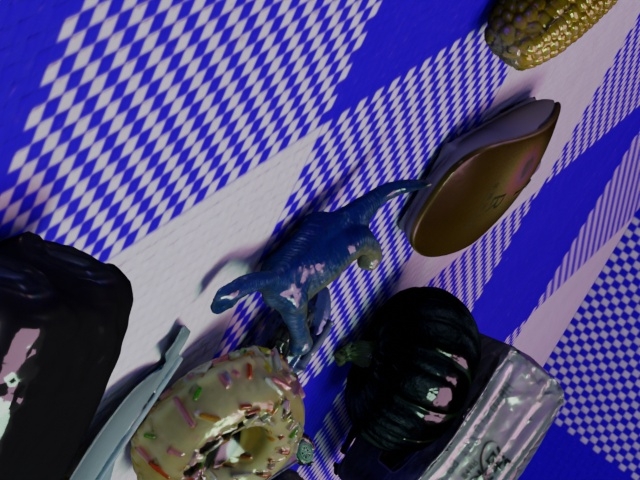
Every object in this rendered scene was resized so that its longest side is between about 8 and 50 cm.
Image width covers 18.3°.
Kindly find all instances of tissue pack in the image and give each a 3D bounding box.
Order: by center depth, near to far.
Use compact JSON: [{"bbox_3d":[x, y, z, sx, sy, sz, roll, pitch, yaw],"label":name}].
[{"bbox_3d":[0.151,0.234,2.406,0.259,0.122,0.361,-55,-171,-1],"label":"tissue pack"}]

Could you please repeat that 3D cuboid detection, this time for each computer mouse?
[{"bbox_3d":[0.184,-0.072,2.158,0.158,0.072,0.310,-59,167,25],"label":"computer mouse"}]

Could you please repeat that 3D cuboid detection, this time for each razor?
[{"bbox_3d":[-0.233,0.149,1.184,0.327,0.107,0.189,-59,165,18],"label":"razor"}]

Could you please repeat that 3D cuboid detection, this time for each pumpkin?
[{"bbox_3d":[0.103,0.145,2.229,0.194,0.150,0.194,-47,175,-6],"label":"pumpkin"}]

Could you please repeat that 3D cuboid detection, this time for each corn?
[{"bbox_3d":[0.260,-0.275,1.884,0.292,0.101,0.101,-46,165,-17],"label":"corn"}]

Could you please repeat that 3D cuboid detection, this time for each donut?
[{"bbox_3d":[-0.084,0.170,1.728,0.174,0.068,0.174,-27,148,-18],"label":"donut"}]

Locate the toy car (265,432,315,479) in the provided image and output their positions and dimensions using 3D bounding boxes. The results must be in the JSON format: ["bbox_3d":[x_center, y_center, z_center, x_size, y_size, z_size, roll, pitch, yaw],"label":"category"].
[{"bbox_3d":[-0.065,0.232,2.054,0.069,0.055,0.142,-21,-175,41],"label":"toy car"}]

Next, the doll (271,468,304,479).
[{"bbox_3d":[-0.055,0.301,2.090,0.286,0.202,0.091,-19,106,-55],"label":"doll"}]

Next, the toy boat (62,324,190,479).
[{"bbox_3d":[-0.176,0.192,1.588,0.291,0.067,0.220,-53,166,-18],"label":"toy boat"}]

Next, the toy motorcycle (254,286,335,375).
[{"bbox_3d":[-0.052,0.138,1.859,0.205,0.076,0.114,-62,175,21],"label":"toy motorcycle"}]

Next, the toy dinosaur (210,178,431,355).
[{"bbox_3d":[0.000,0.000,1.705,0.247,0.075,0.188,-44,161,-14],"label":"toy dinosaur"}]
